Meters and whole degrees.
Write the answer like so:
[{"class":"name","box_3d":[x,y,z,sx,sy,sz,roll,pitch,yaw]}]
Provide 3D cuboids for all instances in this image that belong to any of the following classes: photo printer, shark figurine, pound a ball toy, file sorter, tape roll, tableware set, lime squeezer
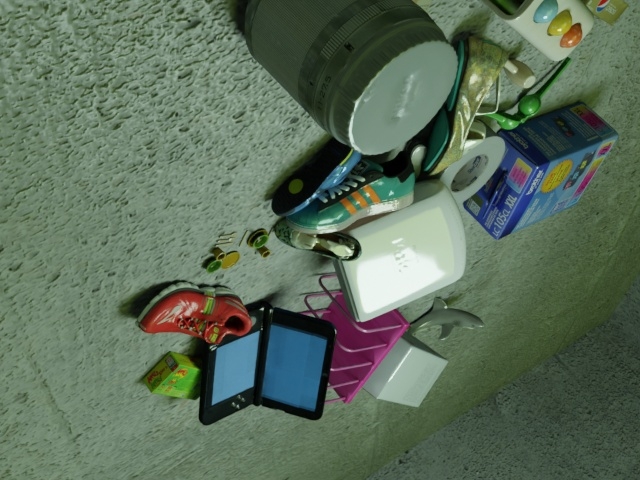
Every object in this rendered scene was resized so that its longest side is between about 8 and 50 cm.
[{"class":"photo printer","box_3d":[0.179,0.017,1.887,0.308,0.107,0.255,-22,118,-10]},{"class":"shark figurine","box_3d":[0.343,0.239,2.607,0.278,0.166,0.116,-17,122,-8]},{"class":"pound a ball toy","box_3d":[0.423,-0.417,1.680,0.208,0.135,0.319,-50,150,17]},{"class":"file sorter","box_3d":[0.028,0.244,2.072,0.182,0.202,0.290,-2,134,-48]},{"class":"tape roll","box_3d":[0.325,-0.177,1.973,0.219,0.072,0.219,-31,151,-20]},{"class":"tableware set","box_3d":[-0.159,0.024,1.710,0.154,0.024,0.104,-10,140,-45]},{"class":"lime squeezer","box_3d":[0.463,-0.325,1.971,0.310,0.059,0.109,-28,120,-20]}]

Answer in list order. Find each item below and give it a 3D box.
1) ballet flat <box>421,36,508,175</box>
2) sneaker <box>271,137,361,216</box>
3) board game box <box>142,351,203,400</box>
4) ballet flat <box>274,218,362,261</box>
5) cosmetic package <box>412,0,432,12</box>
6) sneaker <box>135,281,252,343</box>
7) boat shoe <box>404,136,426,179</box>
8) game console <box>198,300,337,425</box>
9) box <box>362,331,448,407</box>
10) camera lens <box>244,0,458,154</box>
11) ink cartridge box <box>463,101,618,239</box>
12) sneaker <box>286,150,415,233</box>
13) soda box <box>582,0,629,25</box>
[{"class":"ballet flat","box_3d":[0.303,-0.262,1.755,0.123,0.123,0.348,-23,145,-30]},{"class":"sneaker","box_3d":[-0.002,-0.113,1.656,0.209,0.069,0.082,-43,150,1]},{"class":"board game box","box_3d":[-0.310,0.308,1.911,0.092,0.043,0.181,-45,152,7]},{"class":"ballet flat","box_3d":[0.000,0.000,1.734,0.189,0.070,0.070,13,131,-12]},{"class":"cosmetic package","box_3d":[0.158,-0.413,1.454,0.060,0.041,0.115,-19,145,-37]},{"class":"sneaker","box_3d":[-0.240,0.155,1.695,0.279,0.118,0.107,-1,132,-51]},{"class":"boat shoe","box_3d":[0.196,-0.171,1.858,0.046,0.038,0.125,-5,138,-20]},{"class":"game console","box_3d":[-0.124,0.306,1.926,0.250,0.173,0.293,-19,129,-40]},{"class":"box","box_3d":[0.180,0.323,2.329,0.168,0.215,0.345,-57,151,1]},{"class":"camera lens","box_3d":[0.037,-0.286,1.236,0.219,0.274,0.219,-31,151,-19]},{"class":"ink cartridge box","box_3d":[0.544,-0.172,2.179,0.396,0.151,0.270,-20,146,-31]},{"class":"sneaker","box_3d":[0.062,-0.108,1.729,0.302,0.108,0.121,-19,127,-27]},{"class":"soda box","box_3d":[0.599,-0.521,1.827,0.181,0.061,0.058,1,131,-52]}]
